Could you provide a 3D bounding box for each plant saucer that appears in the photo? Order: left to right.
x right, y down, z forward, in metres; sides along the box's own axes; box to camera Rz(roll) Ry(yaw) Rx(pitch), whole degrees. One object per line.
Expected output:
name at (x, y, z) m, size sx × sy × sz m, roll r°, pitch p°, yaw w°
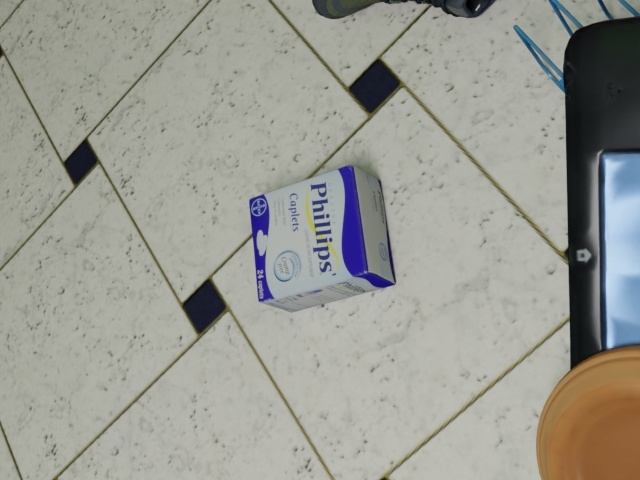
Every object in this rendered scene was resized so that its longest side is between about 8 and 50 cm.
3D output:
plant saucer at (0.265, 0.185, 0.684) m, size 0.200 × 0.037 × 0.200 m, roll 6°, pitch 101°, yaw 36°

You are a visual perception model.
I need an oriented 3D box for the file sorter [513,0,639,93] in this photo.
file sorter at (0.284, -0.203, 0.789) m, size 0.170 × 0.118 × 0.104 m, roll -40°, pitch 56°, yaw 16°

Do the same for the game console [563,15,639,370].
game console at (0.355, 0.014, 0.641) m, size 0.342 × 0.060 × 0.386 m, roll 1°, pitch 96°, yaw 31°

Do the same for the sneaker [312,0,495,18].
sneaker at (0.120, -0.296, 0.926) m, size 0.300 × 0.111 × 0.121 m, roll -14°, pitch 73°, yaw 30°

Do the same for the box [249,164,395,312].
box at (0.000, 0.000, 0.930) m, size 0.137 × 0.072 × 0.126 m, roll -17°, pitch 68°, yaw 26°
